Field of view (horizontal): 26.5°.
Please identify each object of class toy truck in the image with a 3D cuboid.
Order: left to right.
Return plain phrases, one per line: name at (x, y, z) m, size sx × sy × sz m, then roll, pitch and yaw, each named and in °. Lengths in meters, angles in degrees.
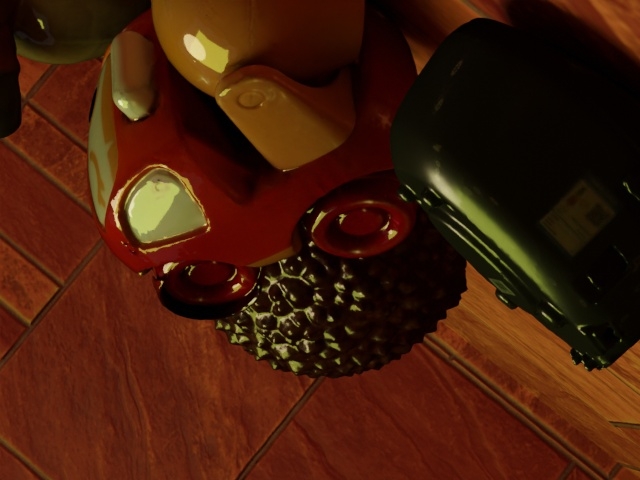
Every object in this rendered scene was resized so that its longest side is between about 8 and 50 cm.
toy truck at (-0.064, -0.094, 0.876) m, size 0.239 × 0.264 × 0.189 m, roll 41°, pitch -147°, yaw -48°

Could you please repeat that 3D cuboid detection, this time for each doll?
doll at (-0.268, -0.215, 1.066) m, size 0.235 × 0.330 × 0.174 m, roll 49°, pitch 140°, yaw 16°

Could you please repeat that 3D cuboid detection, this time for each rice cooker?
rice cooker at (0.127, -0.024, 0.714) m, size 0.203 × 0.118 × 0.142 m, roll 43°, pitch 176°, yaw -7°

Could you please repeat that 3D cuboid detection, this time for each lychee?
lychee at (0.000, 0.000, 1.291) m, size 0.264 × 0.264 × 0.300 m, roll 41°, pitch 157°, yaw -31°
